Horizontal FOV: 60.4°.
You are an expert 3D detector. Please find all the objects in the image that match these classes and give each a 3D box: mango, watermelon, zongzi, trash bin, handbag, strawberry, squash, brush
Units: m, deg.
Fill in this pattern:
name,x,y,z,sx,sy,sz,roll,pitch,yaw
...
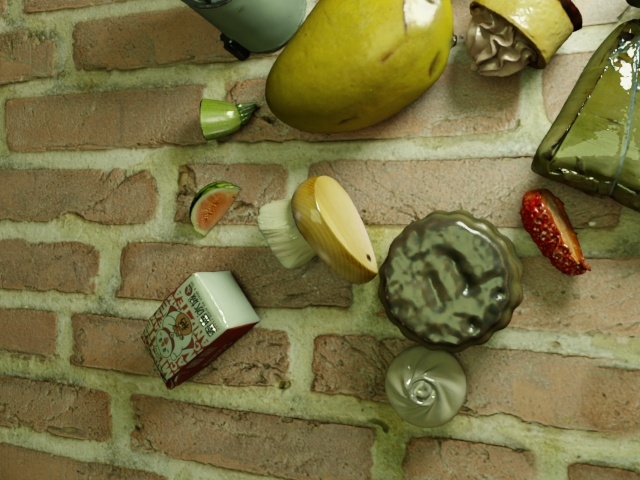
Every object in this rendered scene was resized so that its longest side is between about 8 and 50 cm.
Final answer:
name,x,y,z,sx,sy,sz,roll,pitch,yaw
mango,0.066,-0.389,1.158,0.445,0.220,0.301,-21,85,21
watermelon,-0.282,-0.093,1.354,0.087,0.069,0.163,44,105,16
zongzi,0.621,-0.194,0.987,0.360,0.160,0.323,31,100,18
trash bin,-0.174,-0.567,1.218,0.217,0.262,0.277,35,101,16
handbag,-0.312,0.215,1.329,0.298,0.151,0.171,-41,73,22
strawberry,0.445,-0.011,1.071,0.082,0.121,0.188,-29,79,37
squash,-0.218,-0.296,1.335,0.132,0.105,0.105,-3,88,1
brush,0.000,0.000,1.214,0.166,0.174,0.267,-30,96,30

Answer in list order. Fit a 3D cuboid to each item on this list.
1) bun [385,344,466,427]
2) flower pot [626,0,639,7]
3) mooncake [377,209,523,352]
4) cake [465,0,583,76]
name,x,y,z,sx,sy,sz,roll,pitch,yaw
bun,0.216,0.306,1.148,0.172,0.120,0.173,-1,87,20
flower pot,0.676,-0.449,0.916,0.302,0.302,0.213,42,114,15
mooncake,0.262,0.080,1.112,0.290,0.161,0.290,0,91,18
cake,0.372,-0.394,1.066,0.207,0.185,0.178,32,102,6
